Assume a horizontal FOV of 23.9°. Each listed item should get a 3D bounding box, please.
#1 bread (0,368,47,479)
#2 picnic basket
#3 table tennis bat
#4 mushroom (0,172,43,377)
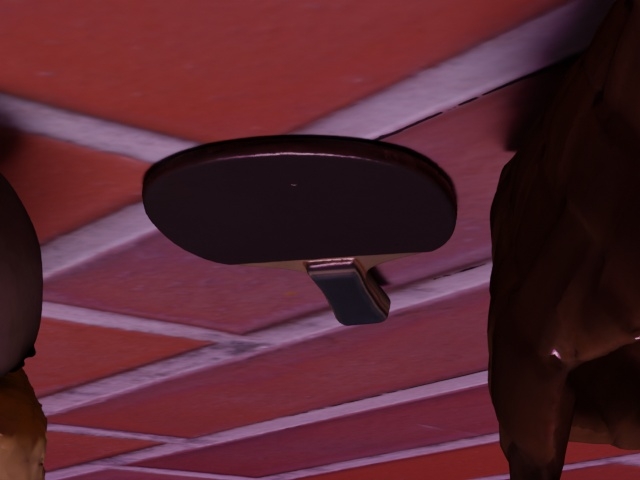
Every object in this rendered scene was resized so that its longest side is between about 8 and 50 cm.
[{"bbox_3d":[-0.303,0.100,0.737,0.324,0.143,0.333,5,-174,-17],"label":"bread"},{"bbox_3d":[0.207,0.073,0.542,0.293,0.337,0.337,1,163,-6],"label":"picnic basket"},{"bbox_3d":[0.000,0.000,0.801,0.154,0.021,0.274,-4,161,11],"label":"table tennis bat"},{"bbox_3d":[-0.201,-0.002,0.624,0.188,0.141,0.117,5,125,-32],"label":"mushroom"}]
